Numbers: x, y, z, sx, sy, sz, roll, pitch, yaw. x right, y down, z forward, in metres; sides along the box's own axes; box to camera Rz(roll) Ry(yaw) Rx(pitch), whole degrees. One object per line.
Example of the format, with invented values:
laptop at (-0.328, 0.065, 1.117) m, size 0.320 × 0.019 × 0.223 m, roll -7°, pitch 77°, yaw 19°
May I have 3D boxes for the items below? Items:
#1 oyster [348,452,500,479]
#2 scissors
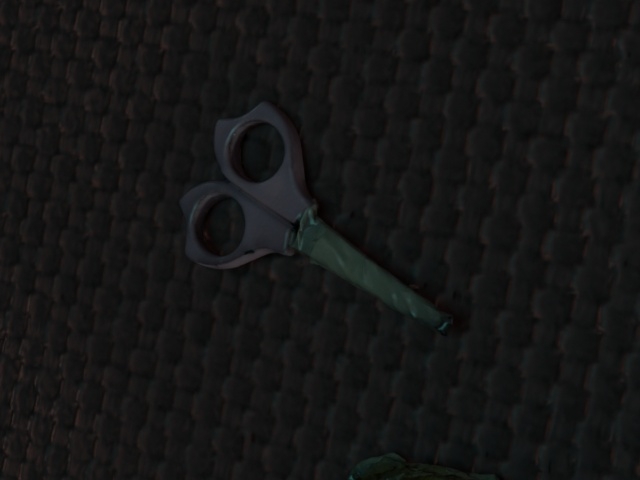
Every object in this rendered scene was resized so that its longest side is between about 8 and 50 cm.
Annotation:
oyster at (0.060, 0.180, 0.851) m, size 0.177 × 0.064 × 0.125 m, roll 24°, pitch 87°, yaw 43°
scissors at (0.000, 0.000, 0.921) m, size 0.212 × 0.021 × 0.110 m, roll 33°, pitch 103°, yaw 31°
